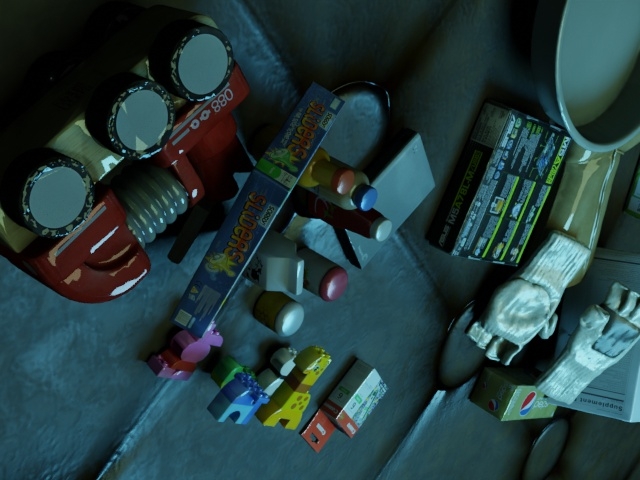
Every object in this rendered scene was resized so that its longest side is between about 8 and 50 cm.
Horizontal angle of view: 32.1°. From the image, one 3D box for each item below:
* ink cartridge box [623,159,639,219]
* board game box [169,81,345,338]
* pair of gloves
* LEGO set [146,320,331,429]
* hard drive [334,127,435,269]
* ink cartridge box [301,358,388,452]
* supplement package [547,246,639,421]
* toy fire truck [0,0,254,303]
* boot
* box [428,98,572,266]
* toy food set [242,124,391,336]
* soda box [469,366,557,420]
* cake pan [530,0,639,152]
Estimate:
[{"bbox_3d":[0.590,-0.155,1.737,0.188,0.097,0.255,-18,128,-45],"label":"ink cartridge box"},{"bbox_3d":[-0.055,-0.023,0.943,0.201,0.035,0.136,-57,-177,43],"label":"board game box"},{"bbox_3d":[0.334,0.115,1.532,0.240,0.042,0.204,35,105,-27],"label":"pair of gloves"},{"bbox_3d":[-0.052,0.128,1.112,0.093,0.087,0.227,-52,148,10],"label":"LEGO set"},{"bbox_3d":[0.068,-0.045,1.214,0.135,0.022,0.094,-48,144,-18],"label":"hard drive"},{"bbox_3d":[0.030,0.204,1.335,0.115,0.029,0.063,-52,145,-14],"label":"ink cartridge box"},{"bbox_3d":[0.444,0.138,1.671,0.134,0.139,0.244,10,90,-54],"label":"supplement package"},{"bbox_3d":[-0.143,-0.034,0.868,0.217,0.158,0.246,-47,133,-20],"label":"toy fire truck"},{"bbox_3d":[0.388,-0.078,1.550,0.236,0.089,0.270,-10,121,-34],"label":"boot"},{"bbox_3d":[0.227,-0.066,1.384,0.184,0.045,0.191,6,108,-56],"label":"box"},{"bbox_3d":[0.000,0.000,1.085,0.111,0.104,0.232,-26,133,-40],"label":"toy food set"},{"bbox_3d":[0.297,0.228,1.665,0.181,0.061,0.058,11,105,-55],"label":"soda box"},{"bbox_3d":[0.344,-0.253,1.321,0.293,0.054,0.293,-21,121,-41],"label":"cake pan"}]
